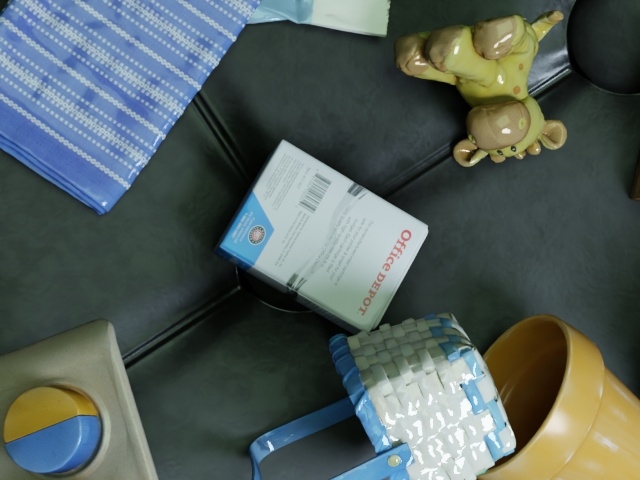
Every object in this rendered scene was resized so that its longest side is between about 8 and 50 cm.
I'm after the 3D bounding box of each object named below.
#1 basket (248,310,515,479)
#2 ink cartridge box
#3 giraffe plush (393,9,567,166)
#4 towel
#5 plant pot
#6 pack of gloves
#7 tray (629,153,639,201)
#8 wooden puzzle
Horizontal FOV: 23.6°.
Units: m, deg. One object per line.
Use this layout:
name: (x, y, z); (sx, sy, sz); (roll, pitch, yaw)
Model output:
basket: (0.054, 0.209, 1.657); (0.289, 0.255, 0.201); (-21, 103, 3)
ink cartridge box: (0.000, 0.000, 1.785); (0.203, 0.086, 0.148); (32, 79, -6)
giraffe plush: (0.204, -0.175, 1.824); (0.210, 0.181, 0.170); (-15, 97, -46)
towel: (-0.254, -0.227, 1.781); (0.243, 0.040, 0.336); (35, 82, -5)
plant pot: (0.288, 0.217, 1.766); (0.188, 0.205, 0.205); (31, 79, -20)
pack of gloves: (-0.028, -0.351, 1.855); (0.232, 0.046, 0.195); (5, 91, -5)
tray: (0.532, -0.228, 1.883); (0.203, 0.076, 0.410); (13, 88, -5)
wooden puzzle: (-0.328, 0.286, 1.608); (0.322, 0.080, 0.347); (-21, 73, 11)
